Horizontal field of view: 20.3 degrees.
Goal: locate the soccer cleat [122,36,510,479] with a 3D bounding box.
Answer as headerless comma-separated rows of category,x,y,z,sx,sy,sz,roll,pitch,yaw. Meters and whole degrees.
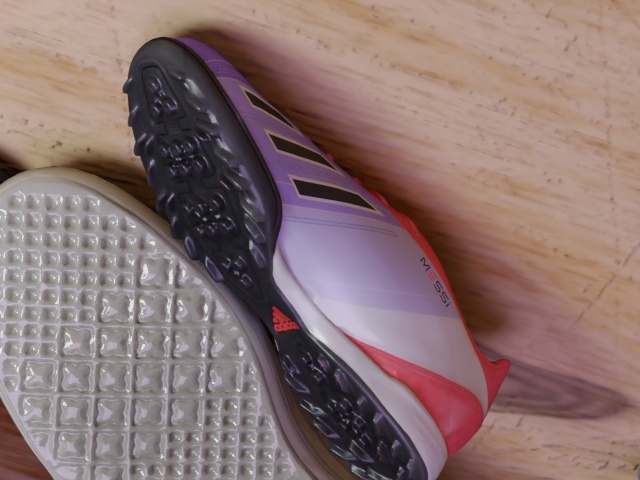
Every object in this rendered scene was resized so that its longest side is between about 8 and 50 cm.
soccer cleat,0.000,0.000,1.076,0.109,0.116,0.318,-10,117,56

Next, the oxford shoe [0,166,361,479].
oxford shoe,-0.069,0.128,1.182,0.169,0.130,0.449,-38,110,10

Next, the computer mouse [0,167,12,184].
computer mouse,-0.309,0.015,1.089,0.072,0.272,0.188,23,125,49

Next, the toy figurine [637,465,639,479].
toy figurine,0.224,0.272,1.233,0.210,0.148,0.213,-25,123,32
